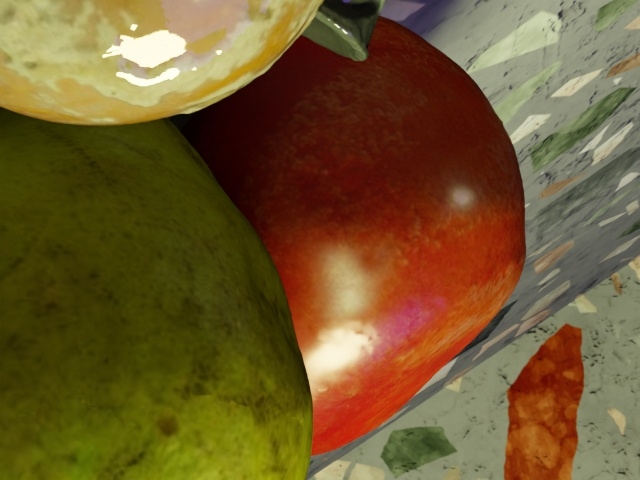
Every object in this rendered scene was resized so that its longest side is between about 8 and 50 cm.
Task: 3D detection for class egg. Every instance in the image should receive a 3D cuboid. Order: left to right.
[{"bbox_3d":[-0.102,-0.149,0.796,0.233,0.195,0.195,-23,171,28],"label":"egg"}]

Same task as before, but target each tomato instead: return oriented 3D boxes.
[{"bbox_3d":[0.000,0.000,1.268,0.289,0.293,0.325,-13,160,-46],"label":"tomato"}]

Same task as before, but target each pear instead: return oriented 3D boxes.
[{"bbox_3d":[-0.182,0.106,1.022,0.351,0.414,0.352,2,159,1],"label":"pear"}]

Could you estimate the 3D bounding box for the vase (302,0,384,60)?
[{"bbox_3d":[0.051,-0.217,0.895,0.237,0.115,0.115,-58,165,-4],"label":"vase"}]
